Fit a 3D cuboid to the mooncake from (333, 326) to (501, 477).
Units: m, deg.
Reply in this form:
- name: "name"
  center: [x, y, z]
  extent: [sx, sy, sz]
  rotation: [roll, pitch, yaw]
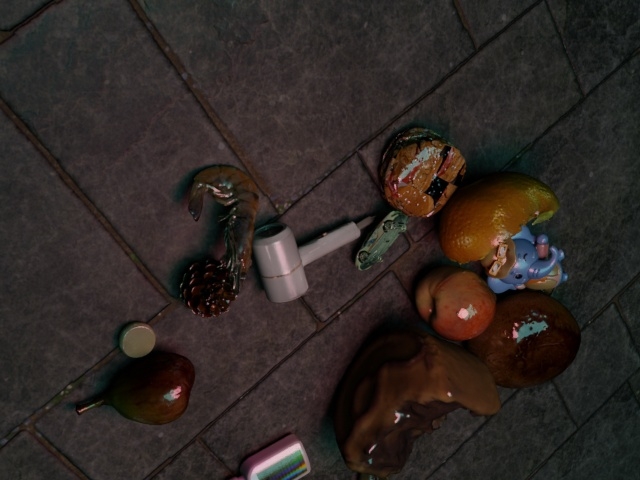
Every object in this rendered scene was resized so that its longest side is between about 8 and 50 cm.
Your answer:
- name: "mooncake"
  center: [0.223, 0.424, 1.896]
  extent: [0.246, 0.393, 0.394]
  rotation: [27, 81, -32]

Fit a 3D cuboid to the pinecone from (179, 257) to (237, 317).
- name: "pinecone"
  center: [-0.250, 0.113, 1.713]
  extent: [0.140, 0.120, 0.140]
  rotation: [-14, 116, -31]

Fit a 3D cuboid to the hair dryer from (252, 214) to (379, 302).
- name: "hair dryer"
  center: [0.000, 0.000, 1.834]
  extent: [0.357, 0.107, 0.173]
  rotation: [-27, 117, -27]

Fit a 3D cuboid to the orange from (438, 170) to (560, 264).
- name: "orange"
  center: [0.454, -0.075, 1.930]
  extent: [0.334, 0.262, 0.196]
  rotation: [-22, 105, -27]

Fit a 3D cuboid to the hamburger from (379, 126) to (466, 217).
- name: "hamburger"
  center: [0.253, -0.171, 1.894]
  extent: [0.230, 0.107, 0.231]
  rotation: [-12, 118, -23]

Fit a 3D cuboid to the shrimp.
- name: "shrimp"
  center: [-0.221, -0.029, 1.666]
  extent: [0.169, 0.058, 0.296]
  rotation: [10, 73, -25]

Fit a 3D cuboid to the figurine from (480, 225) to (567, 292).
- name: "figurine"
  center: [0.569, 0.052, 2.068]
  extent: [0.261, 0.154, 0.180]
  rotation: [0, 136, -11]

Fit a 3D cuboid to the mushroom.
- name: "mushroom"
  center: [0.582, 0.291, 2.148]
  extent: [0.344, 0.239, 0.346]
  rotation: [0, 104, 1]

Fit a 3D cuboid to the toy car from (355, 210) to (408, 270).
- name: "toy car"
  center: [0.147, -0.002, 1.896]
  extent: [0.186, 0.058, 0.093]
  rotation: [-53, 155, 21]

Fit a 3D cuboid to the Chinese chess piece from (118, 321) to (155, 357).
- name: "Chinese chess piece"
  center: [-0.420, 0.227, 1.711]
  extent: [0.084, 0.034, 0.084]
  rotation: [-8, 108, -27]

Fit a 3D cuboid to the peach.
- name: "peach"
  center: [0.374, 0.160, 1.994]
  extent: [0.232, 0.232, 0.233]
  rotation: [-8, 109, -25]

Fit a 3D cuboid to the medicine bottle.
- name: "medicine bottle"
  center: [-0.138, 0.604, 1.949]
  extent: [0.219, 0.078, 0.115]
  rotation: [-25, 118, -18]

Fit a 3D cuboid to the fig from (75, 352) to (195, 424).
- name: "fig"
  center: [-0.418, 0.352, 1.697]
  extent: [0.274, 0.170, 0.146]
  rotation: [-14, 118, -2]

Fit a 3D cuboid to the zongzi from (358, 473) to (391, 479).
- name: "zongzi"
  center: [0.163, 0.657, 2.140]
  extent: [0.119, 0.055, 0.109]
  rotation: [-7, 107, -38]
